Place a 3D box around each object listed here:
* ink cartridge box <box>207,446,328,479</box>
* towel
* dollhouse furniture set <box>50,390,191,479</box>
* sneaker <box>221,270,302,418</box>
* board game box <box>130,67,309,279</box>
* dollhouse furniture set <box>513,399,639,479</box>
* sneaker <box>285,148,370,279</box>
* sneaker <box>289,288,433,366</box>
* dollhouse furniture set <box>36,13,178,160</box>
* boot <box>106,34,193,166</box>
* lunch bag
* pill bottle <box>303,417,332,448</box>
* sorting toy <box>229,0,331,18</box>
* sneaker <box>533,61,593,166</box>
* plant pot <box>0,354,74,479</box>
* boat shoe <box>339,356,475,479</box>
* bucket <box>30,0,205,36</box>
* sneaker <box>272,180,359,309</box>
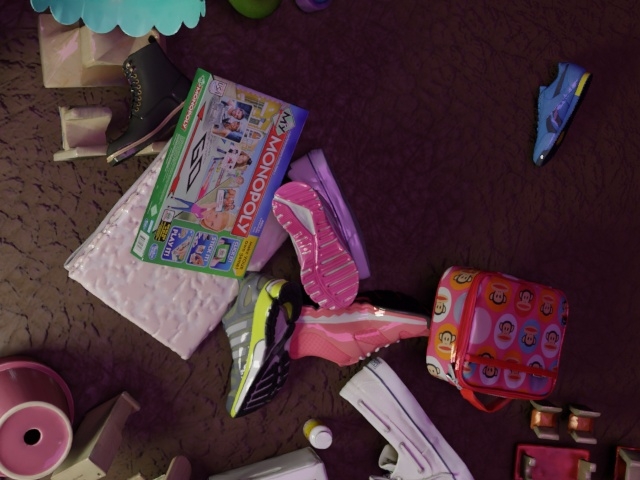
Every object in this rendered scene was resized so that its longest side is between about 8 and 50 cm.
[{"bbox_3d":[-0.071,0.552,1.644,0.211,0.121,0.289,-14,96,-12],"label":"ink cartridge box"},{"bbox_3d":[-0.229,0.007,1.549,0.332,0.053,0.317,-51,132,-6],"label":"towel"},{"bbox_3d":[-0.320,0.412,1.556,0.212,0.161,0.242,-30,112,27],"label":"dollhouse furniture set"},{"bbox_3d":[-0.122,0.185,1.616,0.111,0.121,0.300,-8,121,-49],"label":"sneaker"},{"bbox_3d":[-0.163,-0.100,1.479,0.213,0.046,0.317,14,102,-42],"label":"board game box"},{"bbox_3d":[0.517,0.458,1.794,0.259,0.135,0.262,6,91,-2],"label":"dollhouse furniture set"},{"bbox_3d":[0.014,-0.040,1.661,0.091,0.094,0.258,-23,95,9],"label":"sneaker"},{"bbox_3d":[0.074,0.170,1.681,0.314,0.116,0.136,4,107,-10],"label":"sneaker"},{"bbox_3d":[-0.456,-0.313,1.498,0.394,0.256,0.362,-8,96,-34],"label":"dollhouse furniture set"},{"bbox_3d":[-0.295,-0.221,1.422,0.137,0.077,0.198,53,56,-14],"label":"boot"},{"bbox_3d":[0.330,0.193,1.680,0.293,0.120,0.258,15,86,-38],"label":"lunch bag"},{"bbox_3d":[-0.003,0.362,1.670,0.043,0.083,0.043,-1,93,-13],"label":"pill bottle"},{"bbox_3d":[-0.105,-0.455,1.514,0.365,0.126,0.127,1,88,-37],"label":"sorting toy"},{"bbox_3d":[0.456,-0.250,1.763,0.082,0.069,0.209,26,96,20],"label":"sneaker"},{"bbox_3d":[-0.496,0.306,1.478,0.201,0.180,0.201,-4,98,-29],"label":"plant pot"},{"bbox_3d":[0.159,0.408,1.685,0.156,0.136,0.367,-37,97,-9],"label":"boat shoe"},{"bbox_3d":[-0.291,-0.428,1.299,0.281,0.281,0.183,4,84,-13],"label":"bucket"},{"bbox_3d":[0.000,0.000,1.572,0.103,0.111,0.252,-18,106,9],"label":"sneaker"}]
